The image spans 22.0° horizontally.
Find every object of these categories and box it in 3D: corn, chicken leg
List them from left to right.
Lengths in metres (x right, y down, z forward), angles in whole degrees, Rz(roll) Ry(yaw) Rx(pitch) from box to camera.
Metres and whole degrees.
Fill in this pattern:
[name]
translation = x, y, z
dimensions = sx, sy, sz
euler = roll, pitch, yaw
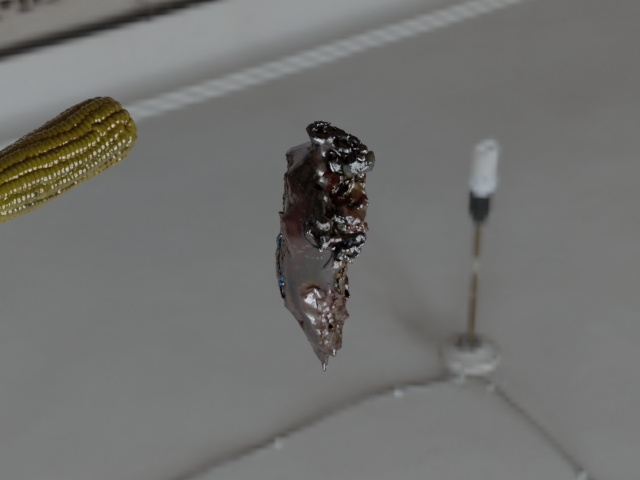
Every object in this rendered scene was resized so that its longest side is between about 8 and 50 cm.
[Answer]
[corn]
translation = -0.284, -0.082, 1.700
dimensions = 0.080, 0.080, 0.231
euler = 25, -141, 31
[chicken leg]
translation = 0.000, 0.000, 1.183
dimensions = 0.063, 0.234, 0.105
euler = 2, -121, -3
